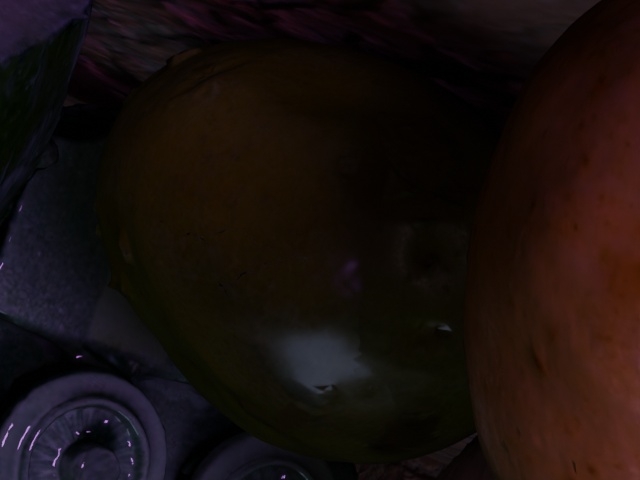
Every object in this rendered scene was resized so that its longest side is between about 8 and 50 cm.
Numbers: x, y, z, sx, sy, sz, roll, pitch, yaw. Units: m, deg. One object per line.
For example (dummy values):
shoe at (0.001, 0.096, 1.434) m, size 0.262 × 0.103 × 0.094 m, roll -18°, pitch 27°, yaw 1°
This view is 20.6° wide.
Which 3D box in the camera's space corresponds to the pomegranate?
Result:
pomegranate at (0.125, 0.020, 0.398) m, size 0.196 × 0.196 × 0.196 m, roll 19°, pitch 171°, yaw 3°

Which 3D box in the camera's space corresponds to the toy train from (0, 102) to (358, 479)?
toy train at (-0.089, 0.061, 0.937) m, size 0.299 × 0.238 × 0.167 m, roll 22°, pitch 172°, yaw -36°

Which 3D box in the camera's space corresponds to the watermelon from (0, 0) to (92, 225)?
watermelon at (-0.256, -0.017, 0.690) m, size 0.302 × 0.264 × 0.151 m, roll 25°, pitch -150°, yaw -27°

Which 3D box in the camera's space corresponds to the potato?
potato at (0.000, 0.000, 0.688) m, size 0.186 × 0.148 × 0.253 m, roll 51°, pitch 167°, yaw -19°

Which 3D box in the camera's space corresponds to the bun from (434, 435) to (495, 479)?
bun at (0.190, 0.185, 0.687) m, size 0.349 × 0.352 × 0.227 m, roll 27°, pitch -152°, yaw 5°
